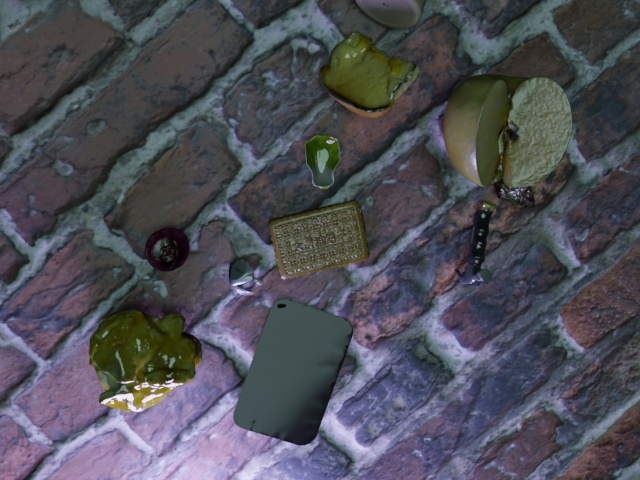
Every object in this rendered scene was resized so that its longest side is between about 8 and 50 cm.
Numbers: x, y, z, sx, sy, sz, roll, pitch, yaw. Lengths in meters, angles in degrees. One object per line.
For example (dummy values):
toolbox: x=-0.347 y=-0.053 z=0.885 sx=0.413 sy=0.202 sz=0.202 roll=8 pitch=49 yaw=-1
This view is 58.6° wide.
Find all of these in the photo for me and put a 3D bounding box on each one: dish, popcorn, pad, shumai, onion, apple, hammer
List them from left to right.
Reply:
popcorn: x=-0.442 y=0.284 z=1.430 sx=0.276 sy=0.226 sz=0.277 roll=-12 pitch=135 yaw=-12
onion: x=-0.385 y=0.025 z=1.440 sx=0.115 sy=0.104 sz=0.115 roll=-8 pitch=113 yaw=-19
pad: x=-0.047 y=0.373 z=1.597 sx=0.314 sy=0.063 sz=0.376 roll=21 pitch=89 yaw=-10
dish: x=0.003 y=-0.203 z=1.467 sx=0.091 sy=0.039 sz=0.137 roll=-4 pitch=104 yaw=-11
hammer: x=0.422 y=0.011 z=1.528 sx=0.041 sy=0.159 sz=0.227 roll=13 pitch=81 yaw=-10
apple: x=0.436 y=-0.274 z=1.403 sx=0.294 sy=0.233 sz=0.258 roll=-5 pitch=113 yaw=-13
shumai: x=0.514 y=-0.135 z=1.520 sx=0.087 sy=0.099 sz=0.124 roll=-20 pitch=102 yaw=15

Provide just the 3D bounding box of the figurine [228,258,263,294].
figurine: x=-0.203 y=0.098 z=1.494 sx=0.094 sy=0.086 sz=0.082 roll=29 pitch=81 yaw=29

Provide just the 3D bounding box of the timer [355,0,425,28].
timer: x=0.210 y=-0.663 z=1.351 sx=0.175 sy=0.175 sz=0.266 roll=29 pitch=81 yaw=-12

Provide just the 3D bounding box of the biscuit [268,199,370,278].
biscuit: x=0.000 y=0.000 z=1.517 sx=0.254 sy=0.029 sz=0.172 roll=-14 pitch=103 yaw=-4

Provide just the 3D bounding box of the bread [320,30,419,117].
bread: x=0.128 y=-0.386 z=1.398 sx=0.174 sy=0.251 sz=0.133 roll=-56 pitch=146 yaw=5
